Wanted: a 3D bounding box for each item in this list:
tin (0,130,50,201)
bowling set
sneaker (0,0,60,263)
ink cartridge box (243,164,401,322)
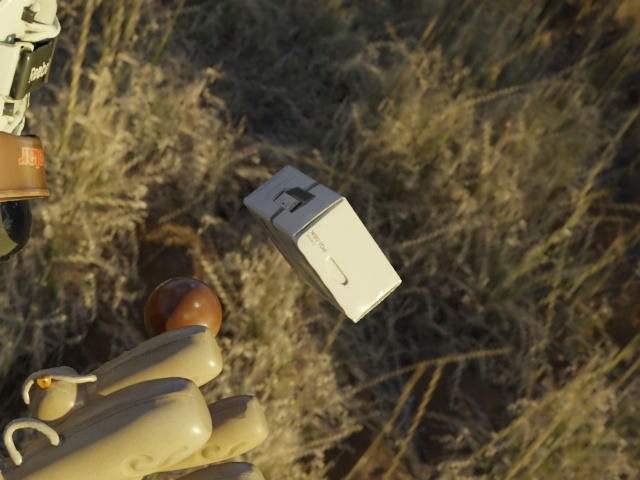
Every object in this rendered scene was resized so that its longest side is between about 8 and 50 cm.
[{"bbox_3d":[-0.227,-0.029,0.587,0.189,0.040,0.106,-5,-2,7],"label":"tin"},{"bbox_3d":[-0.120,0.134,0.800,0.200,0.154,0.287,-106,174,-45],"label":"bowling set"},{"bbox_3d":[-0.227,-0.136,0.810,0.146,0.330,0.122,-14,30,-3],"label":"sneaker"},{"bbox_3d":[0.000,0.000,1.036,0.099,0.056,0.135,55,-9,-25],"label":"ink cartridge box"}]
